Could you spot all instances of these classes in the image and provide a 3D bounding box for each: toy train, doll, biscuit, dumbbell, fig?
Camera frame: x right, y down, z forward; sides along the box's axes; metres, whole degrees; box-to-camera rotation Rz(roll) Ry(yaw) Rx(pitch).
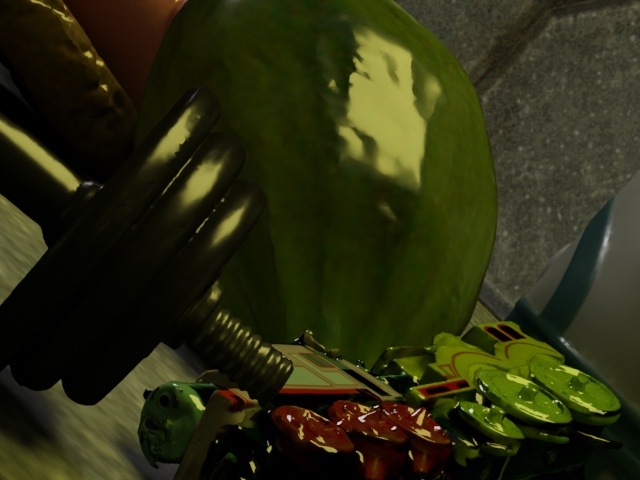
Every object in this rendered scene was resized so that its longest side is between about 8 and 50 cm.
[{"bbox_3d":[0.027,0.066,0.606,0.085,0.053,0.249,33,16,27],"label":"toy train"},{"bbox_3d":[-0.115,-0.121,1.003,0.262,0.093,0.211,50,-26,-8],"label":"doll"},{"bbox_3d":[-0.153,-0.117,0.849,0.226,0.042,0.226,54,-4,6],"label":"biscuit"},{"bbox_3d":[-0.090,-0.027,0.468,0.208,0.099,0.099,41,5,-7],"label":"dumbbell"},{"bbox_3d":[0.009,-0.013,0.755,0.167,0.167,0.233,37,14,-52],"label":"fig"}]

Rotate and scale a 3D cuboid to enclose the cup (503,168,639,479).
[{"bbox_3d":[0.208,0.102,0.779,0.289,0.257,0.219,44,6,19],"label":"cup"}]
